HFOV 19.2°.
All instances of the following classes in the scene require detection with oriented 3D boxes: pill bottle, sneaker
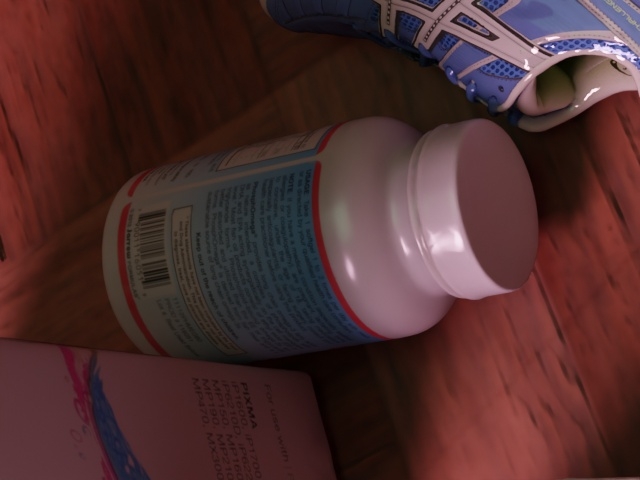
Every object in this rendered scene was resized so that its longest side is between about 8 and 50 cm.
[{"bbox_3d":[0.000,0.000,0.743,0.160,0.087,0.087,-11,75,32],"label":"pill bottle"},{"bbox_3d":[0.060,-0.088,0.723,0.211,0.080,0.081,5,81,36],"label":"sneaker"}]

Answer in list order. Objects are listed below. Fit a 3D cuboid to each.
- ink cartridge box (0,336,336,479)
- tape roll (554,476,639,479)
[{"bbox_3d":[-0.156,0.128,0.691,0.226,0.306,0.131,-24,69,29],"label":"ink cartridge box"},{"bbox_3d":[0.092,0.220,0.577,0.286,0.100,0.286,-12,57,19],"label":"tape roll"}]
